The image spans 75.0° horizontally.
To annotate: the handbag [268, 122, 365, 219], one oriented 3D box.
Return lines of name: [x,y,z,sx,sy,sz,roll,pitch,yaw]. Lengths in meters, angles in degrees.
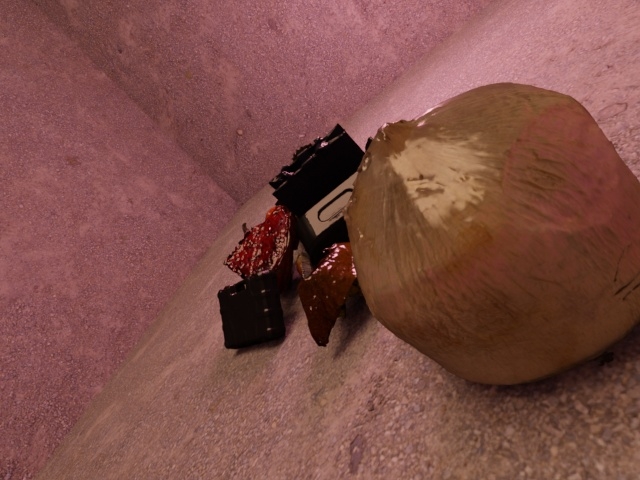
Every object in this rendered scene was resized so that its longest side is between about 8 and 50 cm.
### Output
handbag: [0.029,-0.192,1.389,0.303,0.329,0.122,-39,42,14]

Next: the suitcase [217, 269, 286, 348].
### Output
suitcase: [-0.219,0.218,1.284,0.066,0.207,0.285,0,-18,-41]

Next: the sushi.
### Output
sushi: [0.059,0.101,0.999,0.167,0.179,0.296,-61,-9,30]

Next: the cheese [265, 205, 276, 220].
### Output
cheese: [-0.142,-0.078,1.840,0.216,0.129,0.329,-30,28,-18]

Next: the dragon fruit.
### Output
dragon fruit: [-0.124,0.040,1.472,0.285,0.228,0.329,14,65,46]

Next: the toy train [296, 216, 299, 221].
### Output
toy train: [-0.094,-0.092,1.658,0.089,0.127,0.219,7,41,10]

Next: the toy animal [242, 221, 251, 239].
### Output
toy animal: [-0.250,0.040,1.786,0.121,0.233,0.169,-36,-24,-8]

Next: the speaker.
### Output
speaker: [0.071,-0.102,1.259,0.388,0.184,0.180,-40,57,14]

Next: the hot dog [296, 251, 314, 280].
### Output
hot dog: [-0.047,0.090,1.331,0.053,0.099,0.192,-14,15,-1]

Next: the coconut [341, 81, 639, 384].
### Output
coconut: [0.208,-0.029,0.589,0.404,0.404,0.405,-39,18,16]
